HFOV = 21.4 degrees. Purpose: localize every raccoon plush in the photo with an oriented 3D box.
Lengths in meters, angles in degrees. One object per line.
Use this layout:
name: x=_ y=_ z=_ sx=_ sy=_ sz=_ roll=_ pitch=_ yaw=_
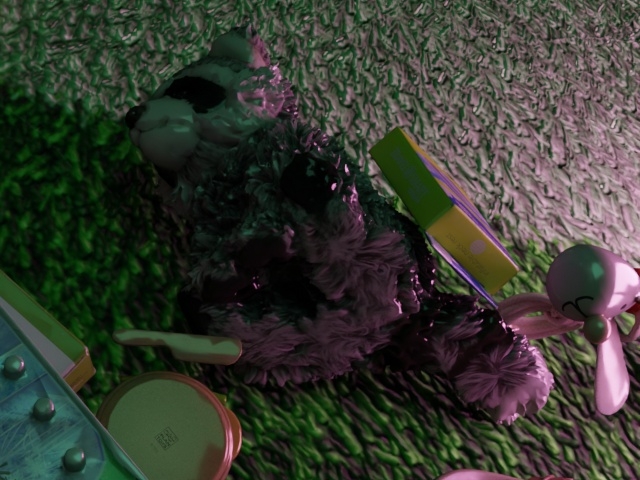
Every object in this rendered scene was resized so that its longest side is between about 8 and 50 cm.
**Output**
raccoon plush: x=0.000 y=0.000 z=1.629 sx=0.446 sy=0.216 sz=0.299 roll=41 pitch=20 yaw=-36

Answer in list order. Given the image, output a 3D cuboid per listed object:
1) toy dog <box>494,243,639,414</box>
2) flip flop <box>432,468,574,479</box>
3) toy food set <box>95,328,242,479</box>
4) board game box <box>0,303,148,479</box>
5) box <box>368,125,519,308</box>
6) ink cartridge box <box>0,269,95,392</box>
toy dog: x=0.348 y=0.114 z=1.645 sx=0.333 sy=0.220 sz=0.161 roll=4 pitch=61 yaw=-23
flip flop: x=0.216 y=0.257 z=1.540 sx=0.277 sy=0.080 sz=0.112 roll=13 pitch=48 yaw=-19
toy food set: x=-0.131 y=0.174 z=1.448 sx=0.132 sy=0.038 sz=0.192 roll=9 pitch=69 yaw=-16
board game box: x=-0.339 y=0.173 z=1.089 sx=0.390 sy=0.050 sz=0.390 roll=-35 pitch=71 yaw=-23
box: x=0.115 y=-0.024 z=1.554 sx=0.109 sy=0.042 sz=0.178 roll=42 pitch=11 yaw=-33
ink cartridge box: x=-0.336 y=0.127 z=1.353 sx=0.189 sy=0.097 sz=0.255 roll=41 pitch=76 yaw=8
